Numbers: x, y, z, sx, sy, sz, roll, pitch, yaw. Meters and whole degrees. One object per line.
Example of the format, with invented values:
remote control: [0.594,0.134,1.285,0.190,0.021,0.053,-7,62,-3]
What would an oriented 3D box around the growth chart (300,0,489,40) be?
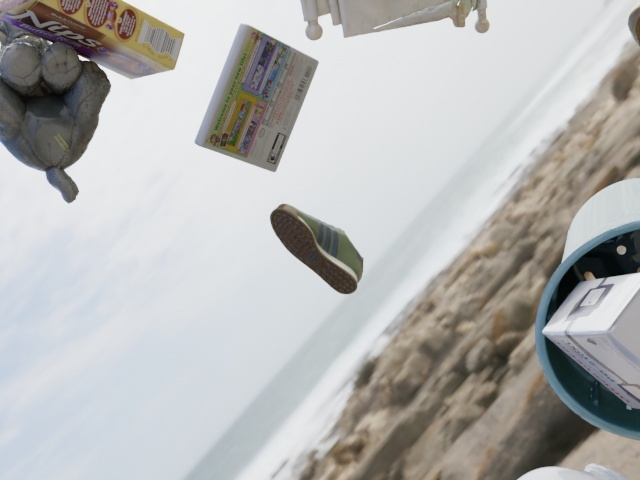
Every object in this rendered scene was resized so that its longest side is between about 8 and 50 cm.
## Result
growth chart: [0.068,-0.268,0.923,0.237,0.172,0.021,-12,18,-32]

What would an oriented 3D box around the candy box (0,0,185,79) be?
candy box: [-0.265,-0.251,1.175,0.109,0.186,0.053,1,74,50]

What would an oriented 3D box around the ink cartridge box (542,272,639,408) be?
ink cartridge box: [0.407,0.132,1.280,0.100,0.172,0.237,-50,1,-8]

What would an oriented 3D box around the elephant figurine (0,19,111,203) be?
elephant figurine: [-0.357,-0.192,1.274,0.186,0.169,0.239,-57,31,3]

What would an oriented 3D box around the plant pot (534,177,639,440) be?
plant pot: [0.503,0.071,1.538,0.341,0.341,0.334,-50,4,25]

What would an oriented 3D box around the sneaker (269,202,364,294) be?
sneaker: [0.000,0.000,1.702,0.064,0.192,0.086,-38,11,37]

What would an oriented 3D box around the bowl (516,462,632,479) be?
bowl: [0.361,0.378,1.284,0.134,0.298,0.298,-50,-2,-13]

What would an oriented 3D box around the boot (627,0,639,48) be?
boot: [0.439,-0.239,0.998,0.203,0.262,0.095,-69,13,-9]

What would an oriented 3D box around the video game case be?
video game case: [-0.104,-0.236,1.715,0.193,0.023,0.212,16,-82,-51]
